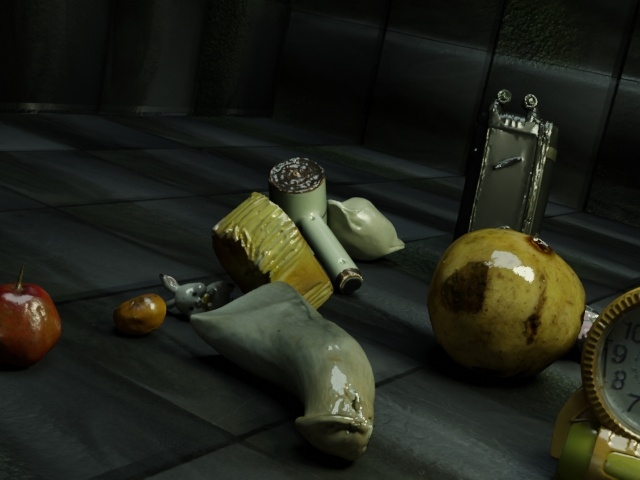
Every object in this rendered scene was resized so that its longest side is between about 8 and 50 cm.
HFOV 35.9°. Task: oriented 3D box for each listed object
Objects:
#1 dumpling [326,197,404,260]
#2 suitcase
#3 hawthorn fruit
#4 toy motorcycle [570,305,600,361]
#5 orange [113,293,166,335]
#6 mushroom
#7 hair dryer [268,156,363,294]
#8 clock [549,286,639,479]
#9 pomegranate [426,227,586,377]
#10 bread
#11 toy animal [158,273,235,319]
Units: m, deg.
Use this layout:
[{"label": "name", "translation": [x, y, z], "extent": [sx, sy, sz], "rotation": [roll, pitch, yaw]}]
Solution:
[{"label": "dumpling", "translation": [0.087, -0.027, 2.301], "extent": [0.162, 0.132, 0.250], "rotation": [4, -25, 48]}, {"label": "suitcase", "translation": [0.417, -0.098, 2.262], "extent": [0.194, 0.433, 0.283], "rotation": [13, -6, 5]}, {"label": "hawthorn fruit", "translation": [-0.435, 0.113, 1.403], "extent": [0.125, 0.140, 0.125], "rotation": [-17, -5, -1]}, {"label": "toy motorcycle", "translation": [0.556, 0.194, 1.874], "extent": [0.239, 0.108, 0.204], "rotation": [2, 17, -31]}, {"label": "orange", "translation": [-0.289, 0.122, 1.587], "extent": [0.086, 0.062, 0.086], "rotation": [-22, -9, -4]}, {"label": "mushroom", "translation": [-0.024, 0.184, 1.434], "extent": [0.177, 0.126, 0.397], "rotation": [-17, 26, -29]}, {"label": "hair dryer", "translation": [0.000, 0.000, 2.120], "extent": [0.128, 0.203, 0.362], "rotation": [-18, 45, -17]}, {"label": "clock", "translation": [0.458, 0.209, 1.324], "extent": [0.244, 0.317, 0.200], "rotation": [16, 8, 19]}, {"label": "pomegranate", "translation": [0.317, 0.107, 1.732], "extent": [0.281, 0.281, 0.281], "rotation": [11, 14, -3]}, {"label": "bread", "translation": [-0.087, 0.044, 1.703], "extent": [0.179, 0.133, 0.250], "rotation": [43, -13, 37]}, {"label": "toy animal", "translation": [-0.214, 0.100, 1.717], "extent": [0.124, 0.071, 0.085], "rotation": [0, 19, -38]}]
